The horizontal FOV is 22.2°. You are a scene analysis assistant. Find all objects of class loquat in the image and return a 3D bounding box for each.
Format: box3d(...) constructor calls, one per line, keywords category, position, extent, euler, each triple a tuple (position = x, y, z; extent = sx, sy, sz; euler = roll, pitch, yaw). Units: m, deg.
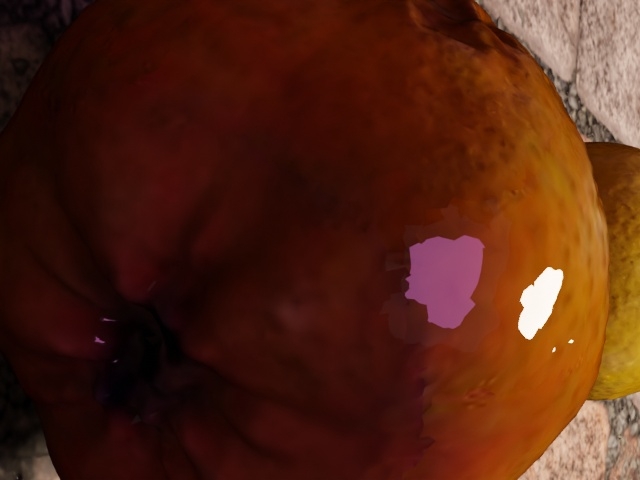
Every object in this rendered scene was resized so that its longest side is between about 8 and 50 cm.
box3d(category="loquat", position=(0.287, 0.036, 1.649), extent=(0.275, 0.275, 0.274), euler=(-1, 91, -50))

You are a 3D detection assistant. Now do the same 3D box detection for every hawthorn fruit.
box3d(category="hawthorn fruit", position=(0.000, 0.000, 1.168), extent=(0.472, 0.472, 0.471), euler=(-1, 91, -50))
